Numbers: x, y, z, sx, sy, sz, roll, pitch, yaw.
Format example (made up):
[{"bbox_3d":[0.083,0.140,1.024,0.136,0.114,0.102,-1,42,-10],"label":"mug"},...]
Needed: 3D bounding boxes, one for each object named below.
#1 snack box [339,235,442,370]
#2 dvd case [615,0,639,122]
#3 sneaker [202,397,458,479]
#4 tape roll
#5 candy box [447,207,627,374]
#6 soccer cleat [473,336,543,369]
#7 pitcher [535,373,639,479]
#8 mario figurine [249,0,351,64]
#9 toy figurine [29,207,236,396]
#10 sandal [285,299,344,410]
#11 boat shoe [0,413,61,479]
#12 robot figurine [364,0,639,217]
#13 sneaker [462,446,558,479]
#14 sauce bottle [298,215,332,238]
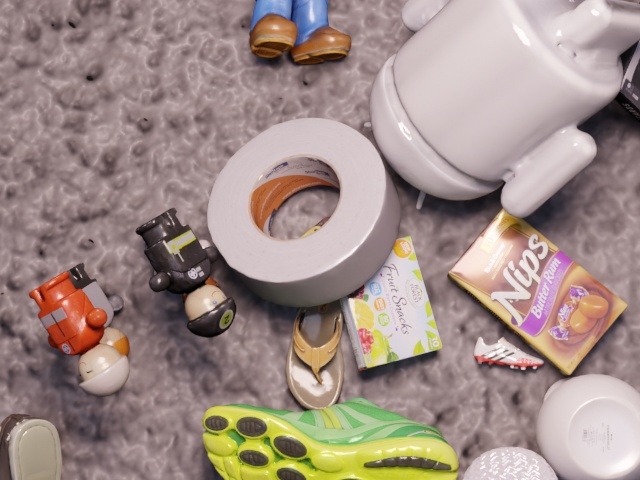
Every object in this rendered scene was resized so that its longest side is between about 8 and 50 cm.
[{"bbox_3d":[0.077,0.075,1.355,0.100,0.037,0.141,-13,81,-19],"label":"snack box"},{"bbox_3d":[0.431,-0.243,1.335,0.029,0.179,0.239,16,80,49],"label":"dvd case"},{"bbox_3d":[0.009,0.243,1.307,0.295,0.123,0.109,9,103,3],"label":"sneaker"},{"bbox_3d":[-0.019,-0.035,1.333,0.219,0.072,0.219,-8,60,15],"label":"tape roll"},{"bbox_3d":[0.256,0.060,1.351,0.186,0.053,0.109,40,87,10],"label":"candy box"},{"bbox_3d":[0.225,0.134,1.354,0.083,0.029,0.036,6,86,9],"label":"soccer cleat"},{"bbox_3d":[0.297,0.237,1.245,0.125,0.207,0.178,-1,83,4],"label":"pitcher"},{"bbox_3d":[-0.019,-0.387,1.370,0.170,0.198,0.320,-4,85,16],"label":"mario figurine"},{"bbox_3d":[-0.209,0.071,1.304,0.213,0.209,0.148,-32,95,-6],"label":"toy figurine"},{"bbox_3d":[-0.002,0.115,1.361,0.072,0.049,0.180,8,82,5],"label":"sandal"},{"bbox_3d":[-0.350,0.320,1.347,0.068,0.081,0.228,6,95,48],"label":"boat shoe"},{"bbox_3d":[0.194,-0.178,1.275,0.353,0.200,0.300,-39,65,38],"label":"robot figurine"},{"bbox_3d":[0.219,0.414,1.202,0.137,0.210,0.366,-4,71,15],"label":"sneaker"},{"bbox_3d":[0.000,0.000,1.382,0.128,0.042,0.042,-42,81,-2],"label":"sauce bottle"}]
